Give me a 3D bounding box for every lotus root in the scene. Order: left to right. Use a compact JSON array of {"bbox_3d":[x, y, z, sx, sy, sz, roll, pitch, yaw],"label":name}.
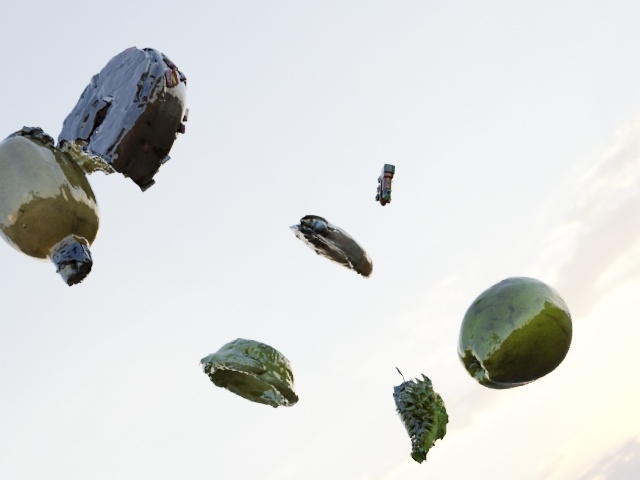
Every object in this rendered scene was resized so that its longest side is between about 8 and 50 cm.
[{"bbox_3d":[-0.453,-0.045,1.662,0.183,0.310,0.183,-29,-27,-17],"label":"lotus root"}]

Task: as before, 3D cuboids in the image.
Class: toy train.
[{"bbox_3d":[0.166,-0.138,2.540,0.044,0.103,0.064,11,-28,-9],"label":"toy train"}]

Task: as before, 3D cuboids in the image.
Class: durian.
[{"bbox_3d":[0.210,0.358,2.114,0.107,0.132,0.375,-27,16,8],"label":"durian"}]

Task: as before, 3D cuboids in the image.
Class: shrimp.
[{"bbox_3d":[0.000,0.000,1.824,0.062,0.164,0.317,-66,-25,-6],"label":"shrimp"}]

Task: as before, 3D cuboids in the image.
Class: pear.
[{"bbox_3d":[0.457,0.216,2.338,0.321,0.269,0.269,-32,-24,-35],"label":"pear"}]

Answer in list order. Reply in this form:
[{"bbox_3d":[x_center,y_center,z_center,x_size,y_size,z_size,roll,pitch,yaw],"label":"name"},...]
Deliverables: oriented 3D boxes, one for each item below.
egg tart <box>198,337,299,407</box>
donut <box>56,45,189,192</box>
[{"bbox_3d":[-0.123,0.245,1.857,0.197,0.197,0.078,91,-160,-60],"label":"egg tart"},{"bbox_3d":[-0.361,-0.236,1.893,0.136,0.345,0.259,35,-102,-33],"label":"donut"}]
